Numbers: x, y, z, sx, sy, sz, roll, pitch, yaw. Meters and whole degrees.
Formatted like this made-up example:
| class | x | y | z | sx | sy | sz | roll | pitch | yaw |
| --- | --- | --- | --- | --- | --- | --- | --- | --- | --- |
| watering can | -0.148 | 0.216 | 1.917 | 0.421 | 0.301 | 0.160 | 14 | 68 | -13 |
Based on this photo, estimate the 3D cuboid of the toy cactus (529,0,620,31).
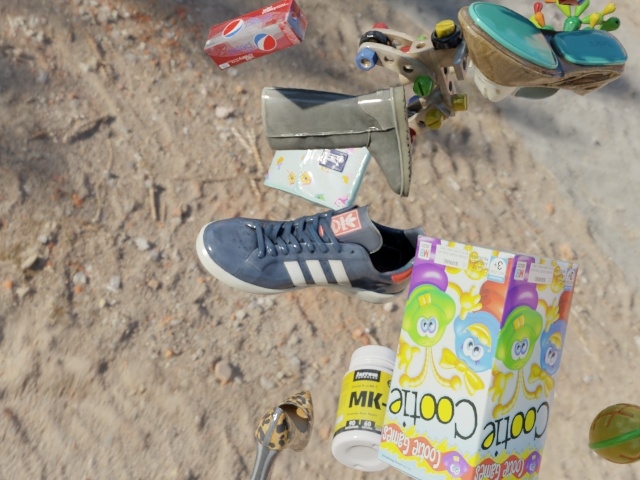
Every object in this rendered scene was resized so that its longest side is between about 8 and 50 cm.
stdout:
| class | x | y | z | sx | sy | sz | roll | pitch | yaw |
| --- | --- | --- | --- | --- | --- | --- | --- | --- | --- |
| toy cactus | 0.536 | -0.443 | 1.672 | 0.219 | 0.181 | 0.112 | 23 | -4 | 35 |

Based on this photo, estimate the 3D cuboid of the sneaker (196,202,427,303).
| class | x | y | z | sx | sy | sz | roll | pitch | yaw |
| --- | --- | --- | --- | --- | --- | --- | --- | --- | --- |
| sneaker | 0.000 | 0.000 | 1.123 | 0.350 | 0.148 | 0.131 | 6 | 54 | -27 |

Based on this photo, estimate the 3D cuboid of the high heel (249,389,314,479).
| class | x | y | z | sx | sy | sz | roll | pitch | yaw |
| --- | --- | --- | --- | --- | --- | --- | --- | --- | --- |
| high heel | -0.053 | 0.330 | 1.487 | 0.093 | 0.186 | 0.261 | 23 | 34 | 10 |

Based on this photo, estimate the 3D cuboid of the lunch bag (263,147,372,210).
| class | x | y | z | sx | sy | sz | roll | pitch | yaw |
| --- | --- | --- | --- | --- | --- | --- | --- | --- | --- |
| lunch bag | 0.015 | -0.188 | 1.798 | 0.160 | 0.223 | 0.262 | 21 | 1 | -39 |

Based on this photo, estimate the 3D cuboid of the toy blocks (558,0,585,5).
| class | x | y | z | sx | sy | sz | roll | pitch | yaw |
| --- | --- | --- | --- | --- | --- | --- | --- | --- | --- |
| toy blocks | 0.434 | -0.553 | 1.278 | 0.381 | 0.261 | 0.191 | 11 | 37 | -52 |

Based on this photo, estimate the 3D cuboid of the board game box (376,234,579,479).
| class | x | y | z | sx | sy | sz | roll | pitch | yaw |
| --- | --- | --- | --- | --- | --- | --- | --- | --- | --- |
| board game box | 0.187 | 0.145 | 0.914 | 0.144 | 0.142 | 0.275 | 7 | 94 | -42 |

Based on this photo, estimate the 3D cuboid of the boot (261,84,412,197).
| class | x | y | z | sx | sy | sz | roll | pitch | yaw |
| --- | --- | --- | --- | --- | --- | --- | --- | --- | --- |
| boot | 0.027 | -0.143 | 1.128 | 0.208 | 0.190 | 0.076 | -6 | 27 | 9 |

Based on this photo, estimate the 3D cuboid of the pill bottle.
| class | x | y | z | sx | sy | sz | roll | pitch | yaw |
| --- | --- | --- | --- | --- | --- | --- | --- | --- | --- |
| pill bottle | 0.092 | 0.305 | 1.421 | 0.119 | 0.119 | 0.208 | 26 | 44 | -14 |

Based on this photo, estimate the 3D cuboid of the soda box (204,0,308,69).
| class | x | y | z | sx | sy | sz | roll | pitch | yaw |
| --- | --- | --- | --- | --- | --- | --- | --- | --- | --- |
| soda box | -0.167 | -0.531 | 1.987 | 0.083 | 0.263 | 0.092 | 49 | 42 | -43 |

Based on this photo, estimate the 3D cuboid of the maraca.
| class | x | y | z | sx | sy | sz | roll | pitch | yaw |
| --- | --- | --- | --- | --- | --- | --- | --- | --- | --- |
| maraca | 0.528 | 0.335 | 1.344 | 0.185 | 0.127 | 0.099 | 28 | 42 | -71 |

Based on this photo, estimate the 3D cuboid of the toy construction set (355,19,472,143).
| class | x | y | z | sx | sy | sz | roll | pitch | yaw |
| --- | --- | --- | --- | --- | --- | --- | --- | --- | --- |
| toy construction set | 0.238 | -0.329 | 1.518 | 0.309 | 0.237 | 0.257 | -44 | 121 | -54 |

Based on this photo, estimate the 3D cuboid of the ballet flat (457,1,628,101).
| class | x | y | z | sx | sy | sz | roll | pitch | yaw |
| --- | --- | --- | --- | --- | --- | --- | --- | --- | --- |
| ballet flat | 0.301 | -0.255 | 1.110 | 0.342 | 0.124 | 0.116 | -5 | 61 | -38 |
